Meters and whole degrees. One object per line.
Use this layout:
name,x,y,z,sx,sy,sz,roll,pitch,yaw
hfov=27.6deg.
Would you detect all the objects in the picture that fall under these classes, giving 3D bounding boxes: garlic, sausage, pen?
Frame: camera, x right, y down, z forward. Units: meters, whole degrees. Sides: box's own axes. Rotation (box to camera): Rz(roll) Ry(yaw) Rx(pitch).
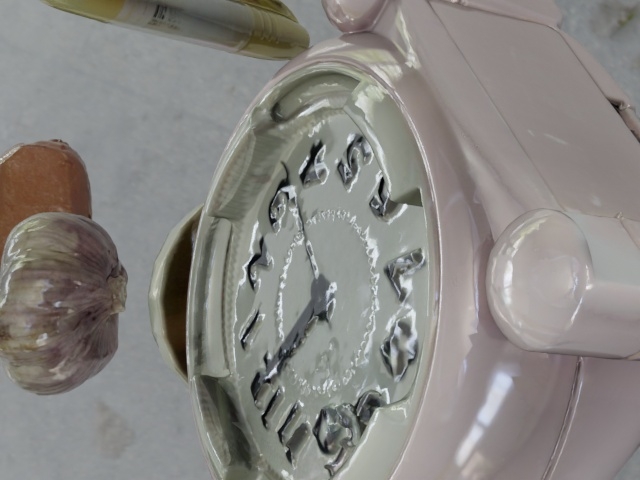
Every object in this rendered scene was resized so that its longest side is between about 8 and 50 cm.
garlic,-0.205,0.049,1.050,0.102,0.159,0.147,3,121,7
sausage,-0.299,0.005,1.361,0.133,0.133,0.258,-24,52,25
pen,-0.077,-0.132,0.735,0.032,0.233,0.040,-3,87,33

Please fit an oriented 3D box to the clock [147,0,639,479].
clock,0.039,0.043,0.710,0.326,0.184,0.342,-55,36,30
